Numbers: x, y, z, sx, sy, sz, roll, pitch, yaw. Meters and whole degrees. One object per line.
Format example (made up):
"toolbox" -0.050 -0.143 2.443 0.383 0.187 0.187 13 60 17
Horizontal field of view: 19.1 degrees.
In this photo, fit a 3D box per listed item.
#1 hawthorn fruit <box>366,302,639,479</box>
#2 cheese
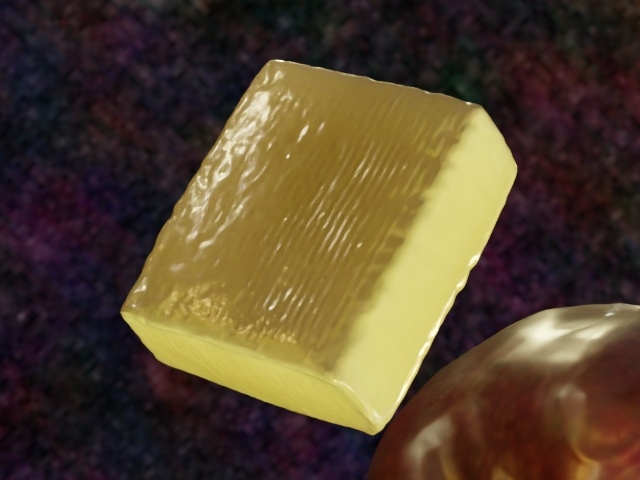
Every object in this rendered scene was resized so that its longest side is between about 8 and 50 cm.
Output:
"hawthorn fruit" 0.172 0.175 1.108 0.308 0.308 0.325 45 11 -5
"cheese" 0.000 0.000 1.568 0.242 0.265 0.124 17 -23 30
